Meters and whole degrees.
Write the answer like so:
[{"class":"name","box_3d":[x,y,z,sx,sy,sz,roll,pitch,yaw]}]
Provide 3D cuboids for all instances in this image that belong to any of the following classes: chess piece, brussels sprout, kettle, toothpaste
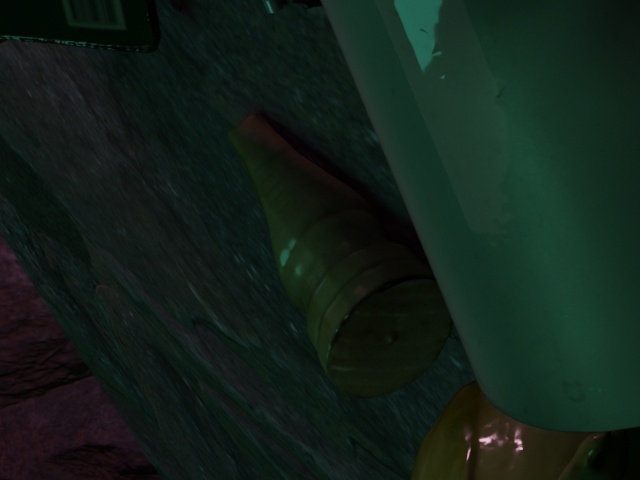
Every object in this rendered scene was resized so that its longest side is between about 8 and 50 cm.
[{"class":"chess piece","box_3d":[0.000,0.000,1.366,0.301,0.137,0.137,54,166,43]},{"class":"brussels sprout","box_3d":[0.191,0.213,1.079,0.259,0.227,0.294,61,-173,-23]},{"class":"kettle","box_3d":[0.137,-0.078,0.745,0.265,0.205,0.318,25,144,60]},{"class":"toothpaste","box_3d":[-0.052,-0.227,1.222,0.024,0.015,0.083,15,133,63]}]

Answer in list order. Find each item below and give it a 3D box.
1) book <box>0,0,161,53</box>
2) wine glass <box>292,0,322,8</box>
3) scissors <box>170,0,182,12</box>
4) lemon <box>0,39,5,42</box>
[{"class":"book","box_3d":[-0.290,-0.321,1.304,0.260,0.043,0.371,6,140,8]},{"class":"wine glass","box_3d":[-0.061,-0.245,1.041,0.241,0.126,0.126,28,149,47]},{"class":"scissors","box_3d":[-0.137,-0.267,1.342,0.110,0.021,0.212,50,160,18]},{"class":"lemon","box_3d":[-0.398,-0.317,1.547,0.253,0.228,0.228,44,160,4]}]
